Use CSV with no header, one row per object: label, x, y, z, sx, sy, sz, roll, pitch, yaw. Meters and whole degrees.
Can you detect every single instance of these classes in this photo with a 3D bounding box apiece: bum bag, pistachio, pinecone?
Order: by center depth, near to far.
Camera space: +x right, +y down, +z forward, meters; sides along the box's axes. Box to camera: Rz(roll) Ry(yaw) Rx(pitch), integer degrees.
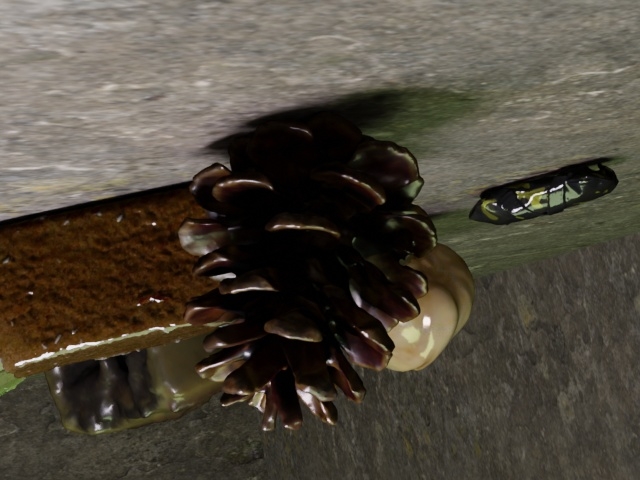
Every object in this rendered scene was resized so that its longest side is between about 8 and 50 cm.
pinecone,-0.015,0.023,1.048,0.244,0.309,0.244,6,144,4
bum bag,0.330,-0.066,1.737,0.232,0.060,0.106,-18,162,23
pistachio,0.117,0.091,1.896,0.229,0.238,0.321,-2,-171,-28

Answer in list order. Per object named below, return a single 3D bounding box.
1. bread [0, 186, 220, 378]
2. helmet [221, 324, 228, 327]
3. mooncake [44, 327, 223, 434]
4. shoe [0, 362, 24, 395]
bread,-0.149,0.026,1.233,0.416,0.165,0.113,-11,167,-4
helmet,-0.178,0.082,1.848,0.176,0.107,0.153,5,-178,19
mooncake,-0.338,0.233,2.217,0.393,0.246,0.394,-18,177,-7
shoe,-0.475,0.161,1.859,0.140,0.128,0.262,-7,-153,43
